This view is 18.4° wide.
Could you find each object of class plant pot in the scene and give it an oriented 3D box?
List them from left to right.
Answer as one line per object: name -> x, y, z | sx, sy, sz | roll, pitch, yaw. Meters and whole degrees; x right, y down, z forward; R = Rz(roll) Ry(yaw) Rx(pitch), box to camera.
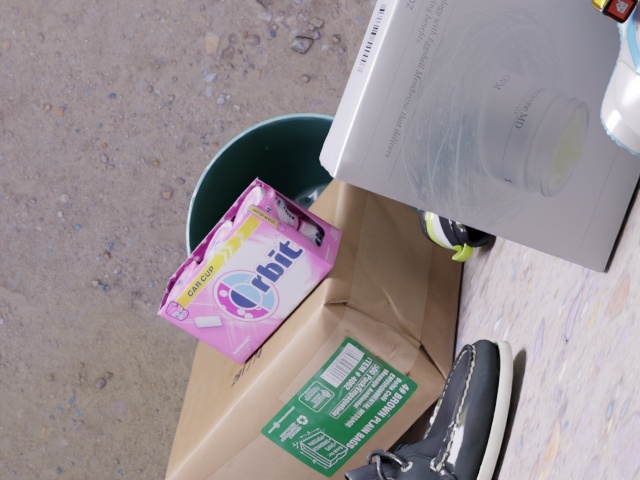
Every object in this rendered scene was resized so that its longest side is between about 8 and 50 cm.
plant pot -> 0.000, 0.000, 2.480 | 0.235, 0.293, 0.293 | 24, -95, -79

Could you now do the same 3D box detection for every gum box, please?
gum box -> -0.070, 0.031, 2.028 | 0.188, 0.107, 0.062 | -47, 17, 36

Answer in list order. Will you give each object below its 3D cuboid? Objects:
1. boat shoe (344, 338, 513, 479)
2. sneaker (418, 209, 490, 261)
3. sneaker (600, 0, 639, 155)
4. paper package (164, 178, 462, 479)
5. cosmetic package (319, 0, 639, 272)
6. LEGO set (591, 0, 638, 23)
boat shoe -> 0.067, 0.233, 1.669 | 0.127, 0.113, 0.340 | 177, 113, -85
sneaker -> 0.182, -0.089, 2.042 | 0.097, 0.084, 0.234 | 21, 93, 61
sneaker -> 0.253, -0.165, 1.382 | 0.092, 0.087, 0.228 | 126, 157, -50
paper package -> -0.006, 0.133, 2.157 | 0.325, 0.168, 0.309 | -49, 17, 30
cosmetic package -> 0.145, -0.121, 1.527 | 0.138, 0.225, 0.224 | -122, 51, -81
LEGO set -> 0.255, -0.213, 1.250 | 0.244, 0.060, 0.182 | -11, 58, 62
